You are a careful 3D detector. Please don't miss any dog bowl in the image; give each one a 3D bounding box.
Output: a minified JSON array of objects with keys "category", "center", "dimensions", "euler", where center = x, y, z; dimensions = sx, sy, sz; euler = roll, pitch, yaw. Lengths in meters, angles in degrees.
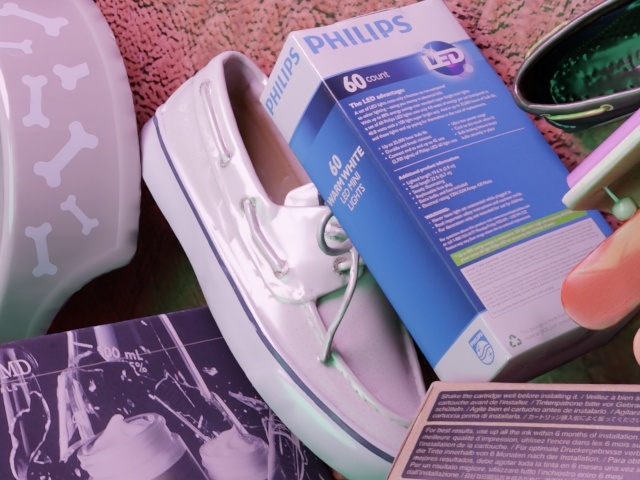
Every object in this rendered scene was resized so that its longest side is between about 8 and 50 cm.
[{"category":"dog bowl","center":[-0.278,-0.052,1.121],"dimensions":[0.348,0.102,0.349],"euler":[6,97,52]}]

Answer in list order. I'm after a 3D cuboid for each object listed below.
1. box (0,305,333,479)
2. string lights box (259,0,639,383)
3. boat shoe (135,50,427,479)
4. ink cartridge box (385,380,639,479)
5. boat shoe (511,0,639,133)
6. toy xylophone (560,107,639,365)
[{"category":"box","center":[-0.151,0.236,0.955],"dimensions":[0.179,0.343,0.313],"euler":[-43,70,33]},{"category":"string lights box","center":[0.085,-0.033,0.875],"dimensions":[0.260,0.133,0.077],"euler":[58,146,21]},{"category":"boat shoe","center":[0.005,0.000,0.965],"dimensions":[0.156,0.135,0.367],"euler":[-48,57,26]},{"category":"ink cartridge box","center":[0.177,0.186,0.788],"dimensions":[0.193,0.088,0.235],"euler":[-2,135,37]},{"category":"boat shoe","center":[0.223,-0.129,0.817],"dimensions":[0.227,0.068,0.081],"euler":[-27,78,35]},{"category":"toy xylophone","center":[0.299,0.023,0.732],"dimensions":[0.322,0.081,0.236],"euler":[41,116,10]}]
